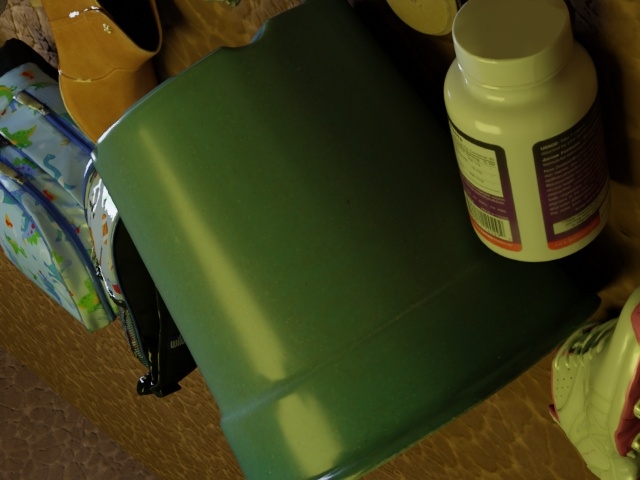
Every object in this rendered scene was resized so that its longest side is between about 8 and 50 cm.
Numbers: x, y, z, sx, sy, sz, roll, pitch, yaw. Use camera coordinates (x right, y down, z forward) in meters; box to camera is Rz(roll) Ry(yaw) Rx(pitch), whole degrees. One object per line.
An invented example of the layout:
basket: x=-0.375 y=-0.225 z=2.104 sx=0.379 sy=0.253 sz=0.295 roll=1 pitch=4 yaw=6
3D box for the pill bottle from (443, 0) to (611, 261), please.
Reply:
pill bottle: x=0.147 y=-0.084 z=1.127 sx=0.108 sy=0.108 sz=0.193 roll=34 pitch=155 yaw=36

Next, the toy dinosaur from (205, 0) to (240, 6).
toy dinosaur: x=-0.048 y=-0.256 z=1.305 sx=0.118 sy=0.064 sz=0.268 roll=51 pitch=161 yaw=-20

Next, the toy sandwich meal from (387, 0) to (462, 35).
toy sandwich meal: x=0.077 y=-0.192 z=1.200 sx=0.085 sy=0.029 sz=0.085 roll=37 pitch=154 yaw=22

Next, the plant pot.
plant pot: x=0.000 y=0.000 z=1.321 sx=0.334 sy=0.341 sz=0.341 roll=58 pitch=161 yaw=1

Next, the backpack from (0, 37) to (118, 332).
backpack: x=-0.306 y=-0.050 z=2.011 sx=0.355 sy=0.273 sz=0.290 roll=25 pitch=145 yaw=26

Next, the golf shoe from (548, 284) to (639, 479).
golf shoe: x=0.240 y=0.112 z=1.292 sx=0.140 sy=0.115 sz=0.306 roll=42 pitch=159 yaw=28

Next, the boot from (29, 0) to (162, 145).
boot: x=-0.216 y=-0.194 z=1.711 sx=0.211 sy=0.104 sz=0.295 roll=11 pitch=134 yaw=61

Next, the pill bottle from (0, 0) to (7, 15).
pill bottle: x=-0.510 y=-0.396 z=1.819 sx=0.204 sy=0.204 sz=0.361 roll=32 pitch=154 yaw=41

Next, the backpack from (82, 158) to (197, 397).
backpack: x=-0.120 y=-0.017 z=1.647 sx=0.213 sy=0.276 sz=0.263 roll=51 pitch=162 yaw=39
